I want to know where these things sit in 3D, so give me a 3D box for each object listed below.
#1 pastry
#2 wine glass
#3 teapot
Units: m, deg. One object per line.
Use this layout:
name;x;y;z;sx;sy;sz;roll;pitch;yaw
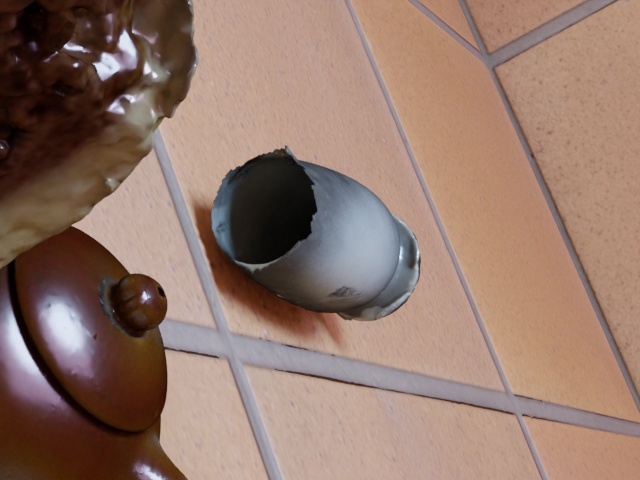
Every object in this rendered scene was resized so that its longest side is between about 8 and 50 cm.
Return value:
pastry;-0.194;-0.096;0.608;0.256;0.237;0.170;5;46;-40
wine glass;0.000;0.000;1.198;0.204;0.111;0.111;30;37;-59
teapot;-0.143;0.035;0.739;0.252;0.135;0.178;62;15;-4
